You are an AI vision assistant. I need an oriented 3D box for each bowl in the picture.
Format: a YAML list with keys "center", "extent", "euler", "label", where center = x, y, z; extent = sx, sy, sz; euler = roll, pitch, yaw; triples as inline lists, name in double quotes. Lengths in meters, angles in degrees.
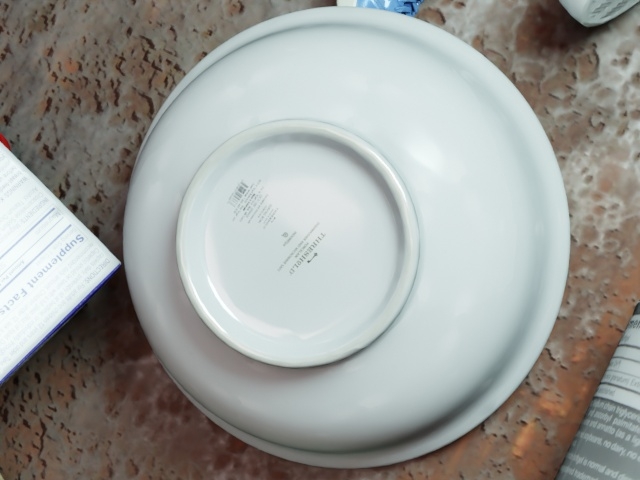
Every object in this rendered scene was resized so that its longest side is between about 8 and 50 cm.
- center: [0.000, 0.000, 0.914]
  extent: [0.298, 0.134, 0.298]
  euler: [0, 92, 12]
  label: "bowl"

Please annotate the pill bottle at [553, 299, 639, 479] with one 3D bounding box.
- center: [0.238, 0.122, 0.862]
  extent: [0.176, 0.176, 0.318]
  euler: [26, 85, 12]
  label: "pill bottle"

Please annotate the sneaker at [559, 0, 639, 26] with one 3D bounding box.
- center: [0.209, -0.283, 0.981]
  extent: [0.169, 0.108, 0.292]
  euler: [40, 78, 15]
  label: "sneaker"

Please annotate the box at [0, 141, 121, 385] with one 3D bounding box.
- center: [-0.219, 0.016, 0.936]
  extent: [0.137, 0.072, 0.126]
  euler: [46, 62, -4]
  label: "box"

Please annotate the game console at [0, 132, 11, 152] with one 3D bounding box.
- center: [-0.427, -0.094, 1.063]
  extent: [0.342, 0.060, 0.386]
  euler: [-32, 76, 2]
  label: "game console"

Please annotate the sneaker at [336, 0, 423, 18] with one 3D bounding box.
- center: [0.056, -0.165, 1.000]
  extent: [0.084, 0.058, 0.152]
  euler: [-12, 72, 15]
  label: "sneaker"

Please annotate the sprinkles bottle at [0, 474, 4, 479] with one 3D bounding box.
- center: [-0.229, 0.211, 0.947]
  extent: [0.121, 0.121, 0.355]
  euler: [-33, 77, 2]
  label: "sprinkles bottle"
